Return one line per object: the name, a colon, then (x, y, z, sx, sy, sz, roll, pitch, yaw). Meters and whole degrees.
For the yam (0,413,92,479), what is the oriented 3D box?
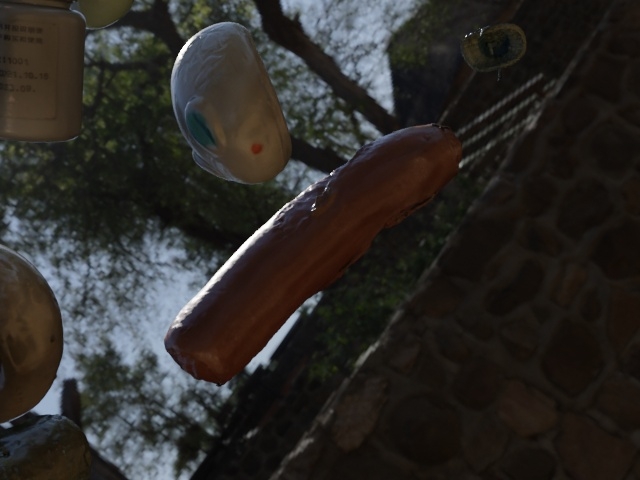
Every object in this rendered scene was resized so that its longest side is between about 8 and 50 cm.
yam: (-0.405, 0.319, 0.984, 0.133, 0.133, 0.330, -60, -10, 21)

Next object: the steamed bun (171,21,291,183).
steamed bun: (-0.127, -0.176, 1.144, 0.131, 0.228, 0.177, -19, -22, -9)

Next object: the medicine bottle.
medicine bottle: (-0.204, -0.137, 0.591, 0.080, 0.080, 0.130, -28, -55, -69)

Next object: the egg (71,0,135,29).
egg: (-0.334, -0.393, 1.302, 0.152, 0.114, 0.114, -61, -11, 29)

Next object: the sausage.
sausage: (-0.002, 0.000, 0.746, 0.327, 0.087, 0.079, -42, -46, -21)

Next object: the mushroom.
mushroom: (-0.532, 0.149, 1.222, 0.292, 0.293, 0.290, -61, -9, 26)

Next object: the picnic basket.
picnic basket: (0.218, -0.246, 1.086, 0.065, 0.083, 0.083, 63, -150, -28)
